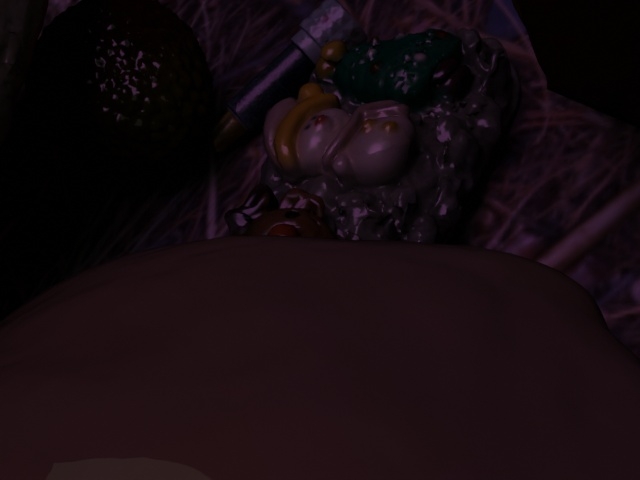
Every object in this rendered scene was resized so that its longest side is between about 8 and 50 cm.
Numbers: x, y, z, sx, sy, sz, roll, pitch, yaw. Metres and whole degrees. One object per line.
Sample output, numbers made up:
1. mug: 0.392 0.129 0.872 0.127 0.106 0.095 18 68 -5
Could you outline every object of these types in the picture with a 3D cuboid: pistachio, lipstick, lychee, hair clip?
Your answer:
1. pistachio: -0.054 0.161 0.580 0.445 0.281 0.365 -19 46 3
2. lipstick: -0.025 -0.098 0.960 0.116 0.037 0.037 -42 42 2
3. lychee: -0.124 -0.096 0.964 0.114 0.114 0.146 -48 44 -11
4. hair clip: 0.000 -0.002 0.813 0.138 0.091 0.321 2 56 32

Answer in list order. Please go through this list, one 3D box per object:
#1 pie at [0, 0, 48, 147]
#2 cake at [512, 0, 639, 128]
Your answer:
1. pie: -0.219 -0.104 0.958 0.302 0.066 0.303 -169 90 -71
2. cake: 0.177 -0.147 0.769 0.207 0.185 0.178 -37 6 4
